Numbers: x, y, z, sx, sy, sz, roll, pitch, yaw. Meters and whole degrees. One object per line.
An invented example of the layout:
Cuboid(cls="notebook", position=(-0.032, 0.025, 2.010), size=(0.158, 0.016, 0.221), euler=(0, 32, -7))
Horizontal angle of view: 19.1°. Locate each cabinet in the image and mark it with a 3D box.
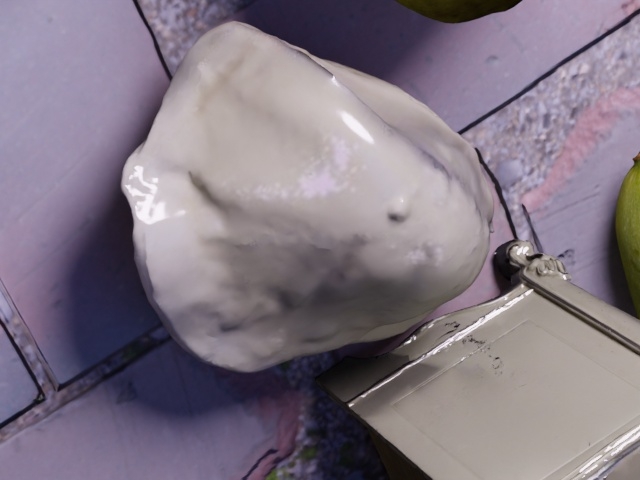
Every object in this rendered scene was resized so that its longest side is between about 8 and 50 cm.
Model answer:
Cuboid(cls="cabinet", position=(0.197, 0.204, 1.469), size=(0.227, 0.318, 0.290), euler=(-32, 118, -14))

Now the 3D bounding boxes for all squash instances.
Cuboid(cls="squash", position=(0.305, 0.002, 1.583), size=(0.123, 0.123, 0.186), euler=(-29, 114, -17))

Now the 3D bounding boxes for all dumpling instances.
Cuboid(cls="dumpling", position=(0.000, 0.000, 1.370), size=(0.243, 0.187, 0.318), euler=(-52, 125, -8))

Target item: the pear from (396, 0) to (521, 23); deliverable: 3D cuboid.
Cuboid(cls="pear", position=(0.089, -0.308, 1.281), size=(0.269, 0.269, 0.321), euler=(-24, 128, -20))
